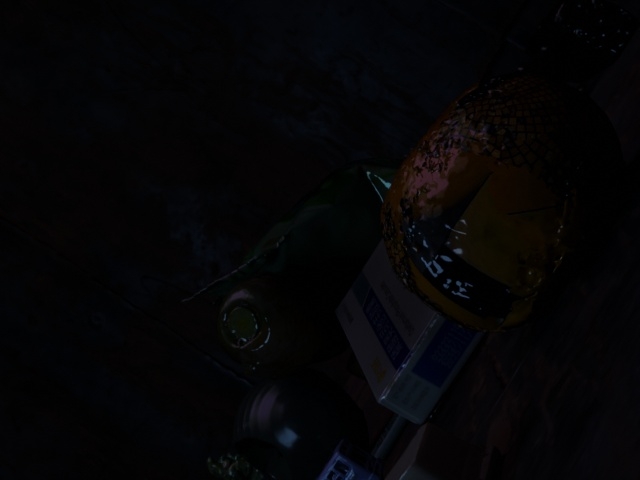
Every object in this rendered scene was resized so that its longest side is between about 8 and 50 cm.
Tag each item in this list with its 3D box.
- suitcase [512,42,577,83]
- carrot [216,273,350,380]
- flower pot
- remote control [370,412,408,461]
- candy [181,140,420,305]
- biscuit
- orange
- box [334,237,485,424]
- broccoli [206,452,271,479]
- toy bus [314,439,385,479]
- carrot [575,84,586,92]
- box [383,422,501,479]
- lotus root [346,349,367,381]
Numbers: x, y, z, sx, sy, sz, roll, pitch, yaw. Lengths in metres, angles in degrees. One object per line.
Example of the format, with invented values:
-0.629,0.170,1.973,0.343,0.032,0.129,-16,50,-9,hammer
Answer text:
0.267,-0.171,2.154,0.206,0.066,0.285,-42,-7,-22,suitcase
-0.031,0.108,1.897,0.139,0.138,0.302,-58,-16,14,carrot
-0.025,0.270,1.952,0.157,0.189,0.243,-42,-11,-14,flower pot
0.092,0.236,1.762,0.124,0.018,0.053,-58,0,-1,remote control
-0.003,-0.006,2.066,0.397,0.172,0.263,-20,-17,-34,candy
0.388,-0.307,2.132,0.073,0.107,0.388,-58,-1,1,biscuit
0.161,-0.036,1.233,0.234,0.182,0.234,-53,-16,-22,orange
0.117,0.067,1.677,0.200,0.065,0.343,-57,14,8,box
-0.138,0.416,2.133,0.274,0.177,0.199,-16,-44,-18,broccoli
0.007,0.310,1.580,0.167,0.076,0.073,-58,-1,11,toy bus
0.337,-0.156,2.181,0.254,0.049,0.049,-54,2,42,carrot
0.071,0.195,1.012,0.122,0.062,0.089,-59,-2,23,box
0.171,0.044,1.981,0.375,0.111,0.390,-55,1,46,lotus root
